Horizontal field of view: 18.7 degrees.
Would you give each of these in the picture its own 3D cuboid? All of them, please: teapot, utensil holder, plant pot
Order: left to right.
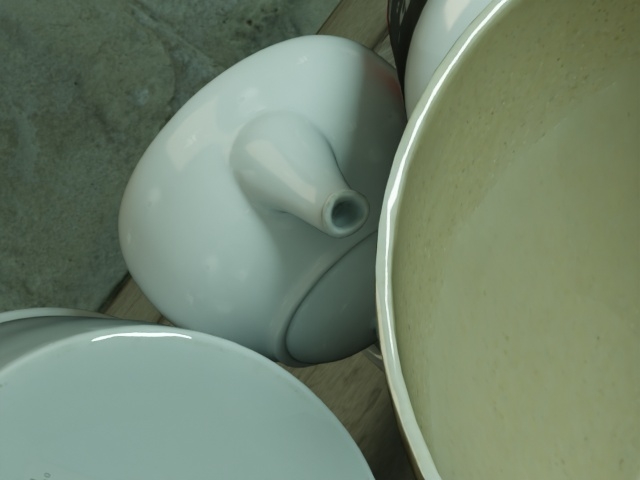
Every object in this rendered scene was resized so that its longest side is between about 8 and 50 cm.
[{"bbox_3d":[-0.150,0.206,1.264,0.327,0.327,0.385,-58,14,-11],"label":"utensil holder"},{"bbox_3d":[0.000,0.000,1.326,0.256,0.187,0.252,-16,-34,-48],"label":"teapot"},{"bbox_3d":[0.163,0.055,0.567,0.191,0.284,0.284,81,-148,-58],"label":"plant pot"}]

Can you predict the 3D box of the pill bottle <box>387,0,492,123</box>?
[{"bbox_3d":[0.149,-0.105,1.129,0.210,0.210,0.363,-54,11,14],"label":"pill bottle"}]
